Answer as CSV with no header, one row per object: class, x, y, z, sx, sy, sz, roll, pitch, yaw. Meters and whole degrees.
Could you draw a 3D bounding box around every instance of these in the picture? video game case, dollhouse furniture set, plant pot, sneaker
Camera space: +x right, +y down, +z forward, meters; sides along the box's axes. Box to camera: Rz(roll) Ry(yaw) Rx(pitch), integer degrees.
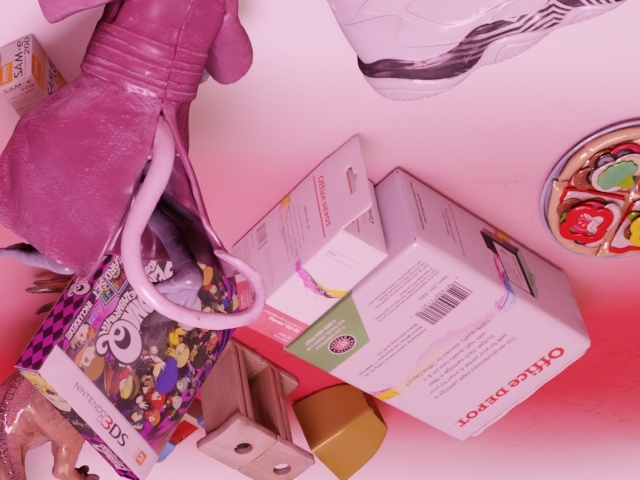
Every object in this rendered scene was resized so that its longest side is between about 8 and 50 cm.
video game case,-0.184,0.095,1.577,0.042,0.232,0.210,10,148,36
dollhouse furniture set,-0.121,0.227,1.768,0.184,0.129,0.129,-38,129,22
plant pot,0.029,0.217,1.828,0.083,0.081,0.081,-35,131,6
sneaker,0.147,-0.273,1.325,0.366,0.137,0.210,-29,135,21

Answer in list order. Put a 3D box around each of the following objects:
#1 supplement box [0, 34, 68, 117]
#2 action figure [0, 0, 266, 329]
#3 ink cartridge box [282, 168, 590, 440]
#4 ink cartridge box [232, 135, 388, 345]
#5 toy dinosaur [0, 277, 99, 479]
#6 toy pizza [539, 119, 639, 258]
supplement box,-0.257,-0.132,1.437,0.036,0.062,0.098,-22,135,11
action figure,-0.159,-0.141,1.301,0.248,0.276,0.370,11,99,-32
ink cartridge box,0.121,0.077,1.678,0.278,0.117,0.201,30,122,-33
ink cartridge box,0.000,0.000,1.579,0.067,0.115,0.198,28,123,-32
toy dinosaur,-0.272,0.146,1.601,0.127,0.295,0.200,17,135,16
toy pizza,0.334,-0.046,1.659,0.201,0.032,0.201,-6,135,-6
